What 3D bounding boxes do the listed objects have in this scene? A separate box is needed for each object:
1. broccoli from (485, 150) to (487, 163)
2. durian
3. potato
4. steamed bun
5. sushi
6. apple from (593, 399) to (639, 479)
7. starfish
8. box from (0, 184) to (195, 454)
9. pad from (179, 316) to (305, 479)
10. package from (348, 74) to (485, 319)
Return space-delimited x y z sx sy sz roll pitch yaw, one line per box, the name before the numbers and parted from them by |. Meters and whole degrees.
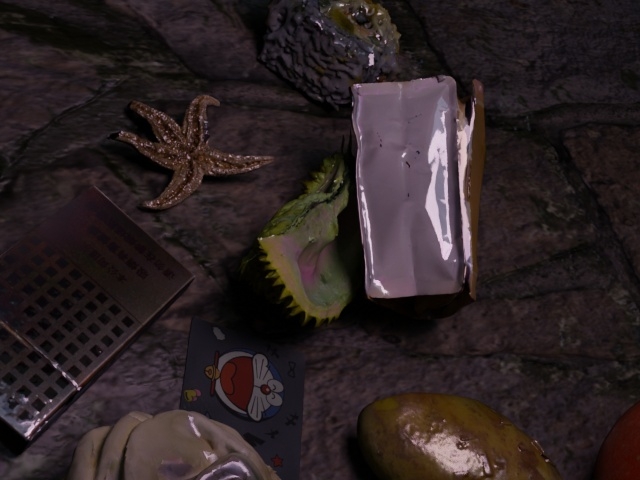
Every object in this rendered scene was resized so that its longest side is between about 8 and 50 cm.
broccoli | 0.189 -0.117 1.677 0.162 0.146 0.138 40 8 23
durian | 0.000 0.000 1.411 0.158 0.169 0.352 32 31 5
potato | 0.183 0.284 1.345 0.298 0.141 0.176 30 30 -10
steamed bun | -0.140 0.297 1.064 0.280 0.207 0.268 37 45 -3
sushi | 0.006 -0.331 1.701 0.274 0.139 0.184 33 42 -5
apple | 0.557 0.350 1.456 0.348 0.277 0.349 20 47 -23
starfish | -0.181 -0.119 1.468 0.237 0.057 0.213 17 57 -19
box | -0.305 0.080 1.232 0.180 0.047 0.325 42 43 0
pad | -0.094 0.219 1.302 0.170 0.006 0.246 21 47 -21
package | 0.162 -0.060 1.474 0.221 0.165 0.311 25 60 -59
